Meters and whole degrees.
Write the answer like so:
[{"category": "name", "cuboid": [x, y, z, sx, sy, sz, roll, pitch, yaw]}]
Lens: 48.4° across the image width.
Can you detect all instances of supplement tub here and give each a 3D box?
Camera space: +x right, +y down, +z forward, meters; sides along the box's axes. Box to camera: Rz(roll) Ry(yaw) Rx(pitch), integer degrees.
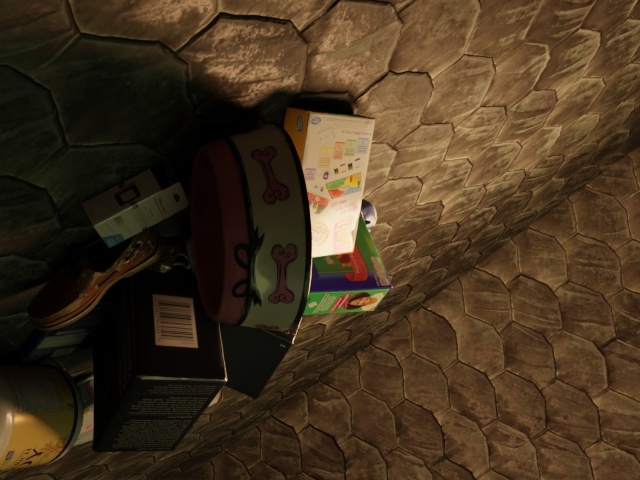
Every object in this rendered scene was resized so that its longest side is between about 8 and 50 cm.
[{"category": "supplement tub", "cuboid": [-0.730, 0.400, 1.609, 0.241, 0.241, 0.331, -39, 159, 12]}]

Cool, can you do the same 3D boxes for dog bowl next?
[{"category": "dog bowl", "cuboid": [-0.151, -0.020, 1.377, 0.150, 0.408, 0.408, -5, 149, -20]}]

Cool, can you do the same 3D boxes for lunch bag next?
[{"category": "lunch bag", "cuboid": [-0.676, 0.485, 2.063, 0.279, 0.108, 0.224, -40, 156, 12]}]

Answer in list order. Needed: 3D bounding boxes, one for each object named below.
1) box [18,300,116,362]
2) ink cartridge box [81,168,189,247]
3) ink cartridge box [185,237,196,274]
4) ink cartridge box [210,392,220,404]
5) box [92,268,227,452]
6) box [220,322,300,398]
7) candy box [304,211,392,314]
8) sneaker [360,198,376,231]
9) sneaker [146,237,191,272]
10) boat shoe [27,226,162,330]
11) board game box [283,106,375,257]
[{"category": "box", "cuboid": [-0.590, 0.202, 1.669, 0.225, 0.037, 0.136, -43, 158, 25]}, {"category": "ink cartridge box", "cuboid": [-0.356, -0.070, 1.387, 0.180, 0.060, 0.104, -29, 158, -12]}, {"category": "ink cartridge box", "cuboid": [-0.232, -0.011, 1.633, 0.179, 0.045, 0.145, -50, 166, -23]}, {"category": "ink cartridge box", "cuboid": [-0.452, 0.518, 2.435, 0.176, 0.128, 0.127, -21, 156, -28]}, {"category": "box", "cuboid": [-0.403, 0.298, 1.723, 0.211, 0.294, 0.395, 9, 139, -28]}, {"category": "box", "cuboid": [-0.153, 0.190, 1.884, 0.343, 0.178, 0.313, 120, -7, -49]}, {"category": "candy box", "cuboid": [-0.023, 0.043, 1.734, 0.317, 0.268, 0.122, -2, 143, -26]}, {"category": "sneaker", "cuboid": [0.001, -0.001, 2.005, 0.315, 0.127, 0.182, -51, 151, 22]}, {"category": "sneaker", "cuboid": [-0.364, 0.037, 1.592, 0.188, 0.071, 0.066, -9, 148, -49]}, {"category": "boat shoe", "cuboid": [-0.473, 0.058, 1.452, 0.307, 0.111, 0.104, -40, 157, -13]}, {"category": "board game box", "cuboid": [0.003, -0.122, 1.557, 0.242, 0.064, 0.317, -5, 109, -51]}]
